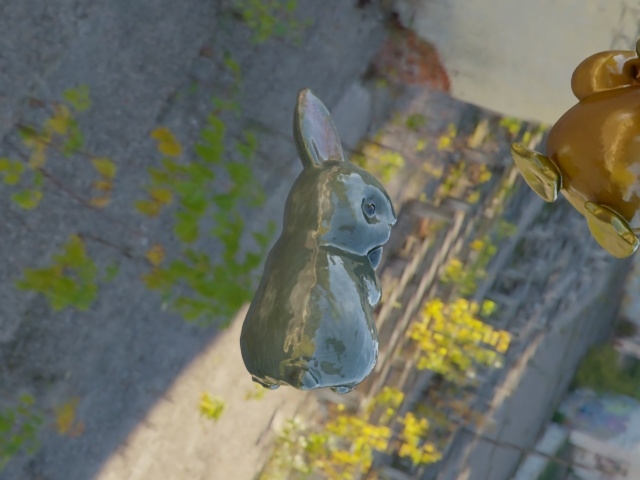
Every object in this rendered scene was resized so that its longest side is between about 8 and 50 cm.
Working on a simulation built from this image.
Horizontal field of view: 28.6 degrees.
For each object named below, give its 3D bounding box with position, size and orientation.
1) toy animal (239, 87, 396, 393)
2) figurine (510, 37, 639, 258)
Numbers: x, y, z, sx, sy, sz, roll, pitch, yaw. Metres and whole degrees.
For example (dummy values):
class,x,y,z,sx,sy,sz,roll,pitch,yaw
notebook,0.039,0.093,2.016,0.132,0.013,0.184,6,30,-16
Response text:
class,x,y,z,sx,sy,sz,roll,pitch,yaw
toy animal,0.008,0.007,0.971,0.138,0.108,0.236,-149,-108,-87
figurine,0.328,-0.105,1.252,0.228,0.215,0.215,-53,164,16
